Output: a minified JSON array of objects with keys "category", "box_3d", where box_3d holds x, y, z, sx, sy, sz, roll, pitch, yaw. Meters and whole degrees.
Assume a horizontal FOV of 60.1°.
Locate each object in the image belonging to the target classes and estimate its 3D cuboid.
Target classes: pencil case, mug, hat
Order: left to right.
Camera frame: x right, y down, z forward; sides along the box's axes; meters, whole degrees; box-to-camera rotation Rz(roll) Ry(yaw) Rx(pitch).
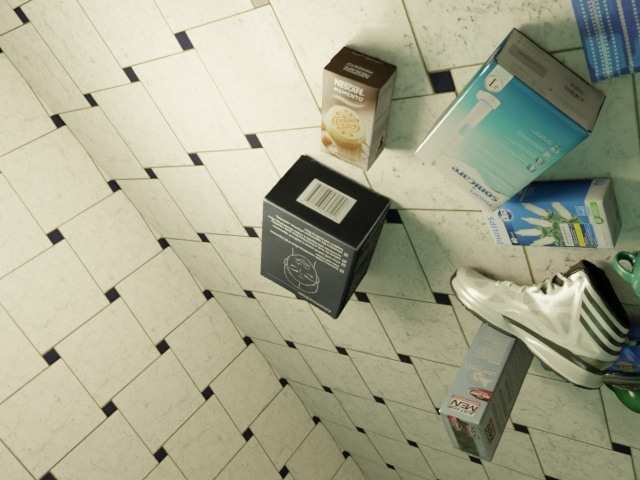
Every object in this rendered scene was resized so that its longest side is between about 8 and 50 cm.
[{"category":"pencil case","box_3d":[0.695,0.268,1.381,0.133,0.120,0.306,21,157,-32]},{"category":"hat","box_3d":[0.810,0.436,1.423,0.173,0.184,0.208,47,146,-13]},{"category":"mug","box_3d":[0.709,0.081,1.157,0.129,0.097,0.157,49,145,-18]}]

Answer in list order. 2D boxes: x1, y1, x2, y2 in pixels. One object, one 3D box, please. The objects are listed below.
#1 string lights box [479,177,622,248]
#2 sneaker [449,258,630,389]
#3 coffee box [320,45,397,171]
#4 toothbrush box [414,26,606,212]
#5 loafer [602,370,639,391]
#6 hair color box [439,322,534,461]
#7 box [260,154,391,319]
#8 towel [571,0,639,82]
[{"category":"string lights box","box_3d":[0.498,-0.057,1.207,0.259,0.077,0.133,1,134,43]},{"category":"sneaker","box_3d":[0.545,0.128,1.366,0.447,0.169,0.258,38,115,38]},{"category":"coffee box","box_3d":[0.081,-0.299,1.284,0.141,0.098,0.247,26,146,17]},{"category":"toothbrush box","box_3d":[0.358,-0.221,1.091,0.216,0.126,0.295,36,147,0]},{"category":"loafer","box_3d":[0.812,0.349,1.356,0.267,0.096,0.084,-11,94,39]},{"category":"hair color box","box_3d":[0.463,0.374,1.501,0.113,0.374,0.185,8,137,38]},{"category":"box","box_3d":[0.000,0.000,1.633,0.293,0.212,0.396,29,146,12]},{"category":"towel","box_3d":[0.544,-0.369,0.810,0.336,0.040,0.243,0,131,44]}]
